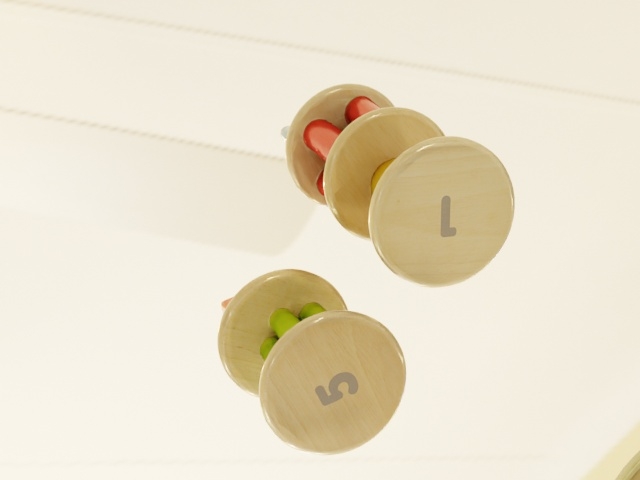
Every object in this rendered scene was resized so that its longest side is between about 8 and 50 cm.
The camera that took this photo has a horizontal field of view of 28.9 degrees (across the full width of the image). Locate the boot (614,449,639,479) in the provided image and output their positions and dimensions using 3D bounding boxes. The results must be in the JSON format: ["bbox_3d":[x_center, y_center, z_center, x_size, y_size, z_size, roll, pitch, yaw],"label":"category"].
[{"bbox_3d":[0.242,0.134,0.615,0.213,0.165,0.077,-35,-77,0],"label":"boot"}]

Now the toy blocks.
[{"bbox_3d":[0.000,0.000,0.482,0.054,0.148,0.123,31,-85,-25],"label":"toy blocks"}]
